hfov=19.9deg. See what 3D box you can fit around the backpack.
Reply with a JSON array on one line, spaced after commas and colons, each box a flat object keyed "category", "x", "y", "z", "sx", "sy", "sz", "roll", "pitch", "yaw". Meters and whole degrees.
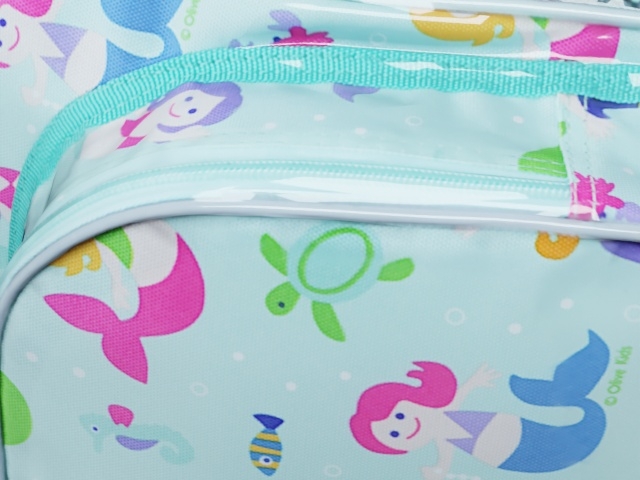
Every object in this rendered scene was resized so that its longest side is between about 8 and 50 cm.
[{"category": "backpack", "x": 0.000, "y": 0.000, "z": 0.470, "sx": 0.253, "sy": 0.225, "sz": 0.191, "roll": 13, "pitch": 42, "yaw": 6}]
